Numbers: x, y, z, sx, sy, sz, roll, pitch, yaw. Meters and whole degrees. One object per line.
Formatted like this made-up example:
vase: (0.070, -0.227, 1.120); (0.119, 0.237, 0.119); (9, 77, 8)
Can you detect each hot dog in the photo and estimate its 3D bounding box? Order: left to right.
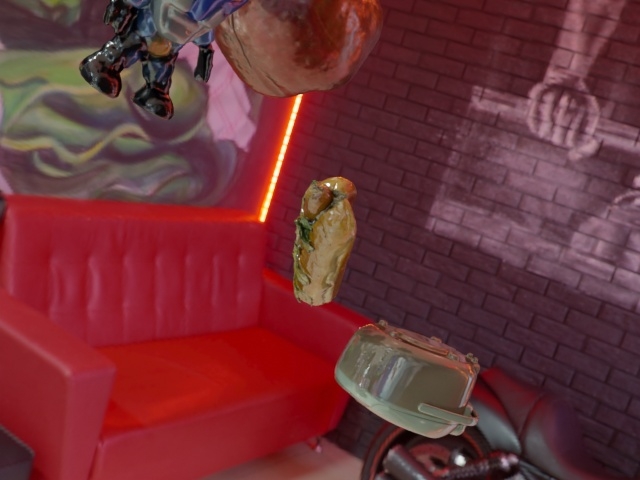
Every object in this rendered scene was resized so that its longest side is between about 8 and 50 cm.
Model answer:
hot dog: (0.000, 0.000, 0.980); (0.072, 0.109, 0.269); (0, -29, -6)

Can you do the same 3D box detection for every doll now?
doll: (-0.067, -0.165, 0.451); (0.096, 0.195, 0.070); (24, 16, -48)

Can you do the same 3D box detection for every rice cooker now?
rice cooker: (0.123, 0.190, 1.051); (0.207, 0.127, 0.145); (17, 7, -11)

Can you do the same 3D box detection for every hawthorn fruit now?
hawthorn fruit: (-0.043, -0.329, 1.090); (0.262, 0.258, 0.258); (16, 9, -37)
